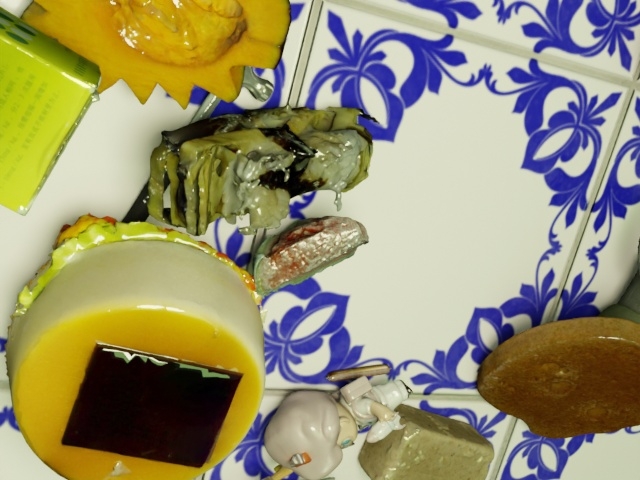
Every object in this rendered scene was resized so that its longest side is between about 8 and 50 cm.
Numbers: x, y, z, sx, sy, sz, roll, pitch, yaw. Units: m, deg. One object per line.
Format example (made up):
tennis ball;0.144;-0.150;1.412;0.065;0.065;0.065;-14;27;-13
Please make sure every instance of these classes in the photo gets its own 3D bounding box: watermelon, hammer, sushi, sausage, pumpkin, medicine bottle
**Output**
watermelon;0.000;0.000;0.932;0.187;0.139;0.071;-22;86;-51
hammer;-0.159;-0.098;0.879;0.103;0.029;0.246;33;95;-32
sushi;-0.052;-0.066;0.863;0.291;0.131;0.139;-23;130;-50
sausage;0.052;0.180;1.096;0.100;0.015;0.015;-4;112;-25
pumpkin;-0.152;-0.226;0.798;0.253;0.149;0.130;12;148;-2
medicine bottle;-0.326;-0.149;0.686;0.250;0.137;0.141;29;106;-22

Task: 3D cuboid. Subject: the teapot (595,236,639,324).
teapot;0.560;0.017;1.170;0.270;0.200;0.337;29;94;-33

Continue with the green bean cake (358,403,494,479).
green bean cake;0.153;0.309;1.155;0.179;0.085;0.109;23;98;-30

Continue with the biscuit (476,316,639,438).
biscuit;0.367;0.196;1.143;0.257;0.049;0.273;36;137;-26

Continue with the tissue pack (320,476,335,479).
tissue pack;-0.104;0.459;0.977;0.356;0.266;0.194;-5;125;-24

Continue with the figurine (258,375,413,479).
figurine;0.012;0.237;1.044;0.229;0.137;0.112;-23;86;-20

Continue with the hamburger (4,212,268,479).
hamburger;-0.191;0.121;0.861;0.276;0.179;0.294;13;111;-20
